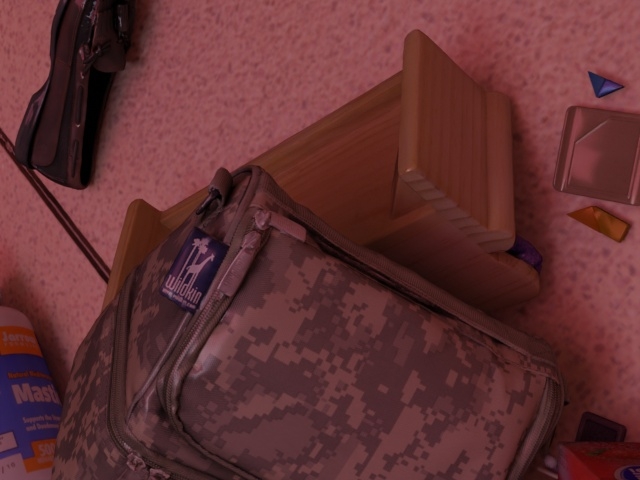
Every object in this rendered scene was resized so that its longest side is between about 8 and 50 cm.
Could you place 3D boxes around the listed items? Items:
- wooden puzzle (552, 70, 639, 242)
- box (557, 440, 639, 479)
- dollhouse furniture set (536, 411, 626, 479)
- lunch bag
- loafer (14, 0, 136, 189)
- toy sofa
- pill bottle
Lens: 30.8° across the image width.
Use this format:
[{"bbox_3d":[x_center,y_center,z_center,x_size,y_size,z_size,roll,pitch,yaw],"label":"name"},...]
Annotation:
[{"bbox_3d":[0.215,-0.063,0.877,0.079,0.014,0.116,22,102,32],"label":"wooden puzzle"},{"bbox_3d":[0.229,0.211,0.666,0.142,0.300,0.154,0,90,2],"label":"box"},{"bbox_3d":[0.152,0.166,0.876,0.114,0.081,0.091,20,101,37],"label":"dollhouse furniture set"},{"bbox_3d":[-0.010,0.107,0.829,0.256,0.305,0.212,-50,23,25],"label":"lunch bag"},{"bbox_3d":[-0.231,-0.175,1.195,0.084,0.096,0.267,33,117,13],"label":"loafer"},{"bbox_3d":[0.000,0.000,0.973,0.363,0.177,0.150,-27,41,35],"label":"toy sofa"},{"bbox_3d":[-0.361,0.164,1.235,0.152,0.152,0.272,-37,67,31],"label":"pill bottle"}]
